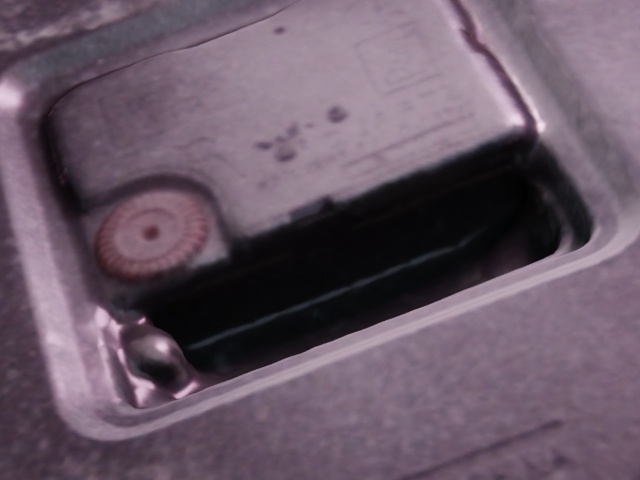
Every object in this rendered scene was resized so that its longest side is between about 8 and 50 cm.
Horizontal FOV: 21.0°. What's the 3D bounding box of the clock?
[{"bbox_3d":[0.000,0.000,0.436,0.386,0.076,0.386,-7,46,8],"label":"clock"}]
